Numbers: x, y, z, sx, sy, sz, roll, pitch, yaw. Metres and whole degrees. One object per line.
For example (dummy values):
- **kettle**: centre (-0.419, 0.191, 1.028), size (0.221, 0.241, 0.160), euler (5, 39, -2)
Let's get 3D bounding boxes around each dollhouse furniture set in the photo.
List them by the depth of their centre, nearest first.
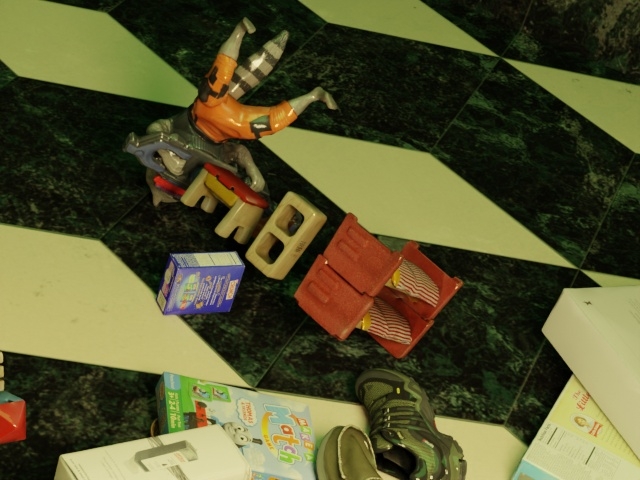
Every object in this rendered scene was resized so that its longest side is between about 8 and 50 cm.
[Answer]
- **dollhouse furniture set**: centre (0.000, 0.000, 2.447), size (0.374, 0.152, 0.201), euler (41, 10, 30)

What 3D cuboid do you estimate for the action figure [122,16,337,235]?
- **action figure**: centre (-0.134, -0.160, 2.584), size (0.341, 0.330, 0.178), euler (35, 26, -37)

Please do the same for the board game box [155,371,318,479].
- **board game box**: centre (-0.108, 0.256, 2.167), size (0.212, 0.039, 0.160), euler (15, 32, -20)

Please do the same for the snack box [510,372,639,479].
- **snack box**: centre (0.409, 0.294, 2.362), size (0.187, 0.060, 0.322), euler (28, 34, 12)

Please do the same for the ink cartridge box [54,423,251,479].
- **ink cartridge box**: centre (-0.206, 0.316, 1.938), size (0.218, 0.158, 0.092), euler (-6, 39, -33)

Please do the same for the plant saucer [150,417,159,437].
- **plant saucer**: centre (-0.183, 0.259, 2.168), size (0.083, 0.013, 0.083), euler (13, 33, -9)

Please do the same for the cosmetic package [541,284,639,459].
- **cosmetic package**: centre (0.540, 0.217, 2.401), size (0.284, 0.097, 0.377), euler (1, 39, -34)

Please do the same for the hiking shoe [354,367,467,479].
- **hiking shoe**: centre (0.100, 0.257, 2.242), size (0.114, 0.086, 0.227), euler (-6, 40, -38)

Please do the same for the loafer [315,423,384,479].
- **loafer**: centre (0.057, 0.326, 2.094), size (0.094, 0.087, 0.251), euler (37, 28, -31)

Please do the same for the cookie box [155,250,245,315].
- **cookie box**: centre (-0.175, 0.062, 2.396), size (0.107, 0.091, 0.040), euler (-1, 40, -29)

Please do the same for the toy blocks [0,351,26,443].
- **toy blocks**: centre (-0.491, 0.192, 1.863), size (0.381, 0.190, 0.261), euler (-9, 15, -38)
